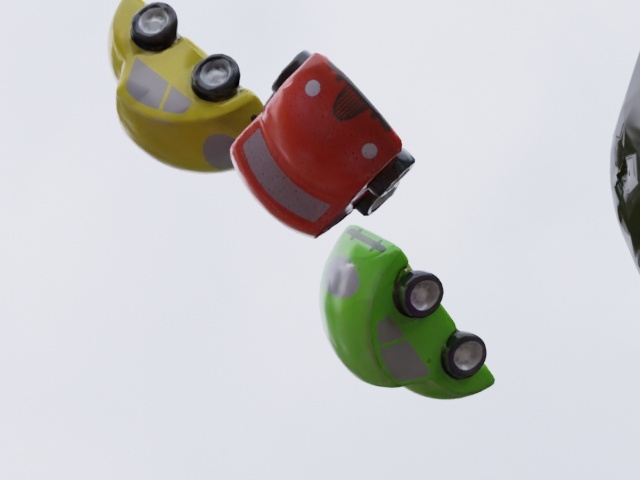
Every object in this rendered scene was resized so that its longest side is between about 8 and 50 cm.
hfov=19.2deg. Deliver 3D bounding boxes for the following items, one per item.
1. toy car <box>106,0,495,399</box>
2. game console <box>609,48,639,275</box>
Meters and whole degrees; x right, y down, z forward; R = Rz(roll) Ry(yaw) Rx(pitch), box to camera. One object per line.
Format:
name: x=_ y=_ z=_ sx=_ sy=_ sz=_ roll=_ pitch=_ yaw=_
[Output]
toy car: x=0.000 y=0.000 z=0.829 sx=0.053 sy=0.239 sz=0.225 roll=-43 pitch=-61 yaw=-11
game console: x=0.267 y=-0.046 z=1.042 sx=0.060 sy=0.342 sz=0.386 roll=-6 pitch=-41 yaw=-13
